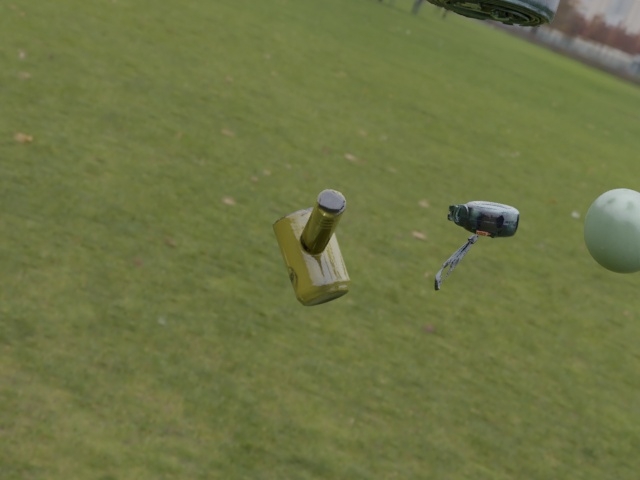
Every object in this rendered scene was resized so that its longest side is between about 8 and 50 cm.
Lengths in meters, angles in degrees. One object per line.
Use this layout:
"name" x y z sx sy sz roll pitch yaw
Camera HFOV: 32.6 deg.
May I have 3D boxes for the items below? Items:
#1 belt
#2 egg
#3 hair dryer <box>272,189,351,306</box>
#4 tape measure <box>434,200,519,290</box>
"belt" 0.333 -0.473 2.050 0.267 0.116 0.206 10 3 -24
"egg" 0.580 -0.018 2.098 0.149 0.149 0.192 33 -13 39
"hair dryer" 0.000 0.000 1.569 0.090 0.135 0.279 -15 -14 -11
"tape measure" 0.271 0.016 1.877 0.107 0.180 0.104 18 -2 40
